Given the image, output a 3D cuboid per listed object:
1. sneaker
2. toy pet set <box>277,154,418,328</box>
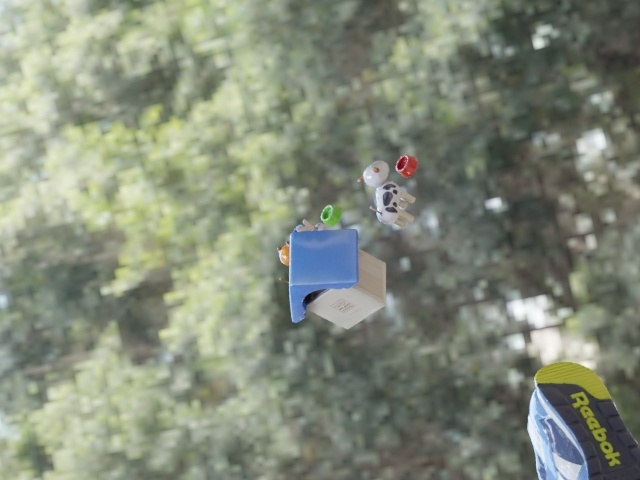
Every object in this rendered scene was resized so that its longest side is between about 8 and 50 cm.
[{"bbox_3d":[0.165,0.144,1.168,0.053,0.059,0.144,-5,-128,-20],"label":"sneaker"},{"bbox_3d":[0.000,0.000,1.271,0.065,0.122,0.114,28,-135,-31],"label":"toy pet set"}]
